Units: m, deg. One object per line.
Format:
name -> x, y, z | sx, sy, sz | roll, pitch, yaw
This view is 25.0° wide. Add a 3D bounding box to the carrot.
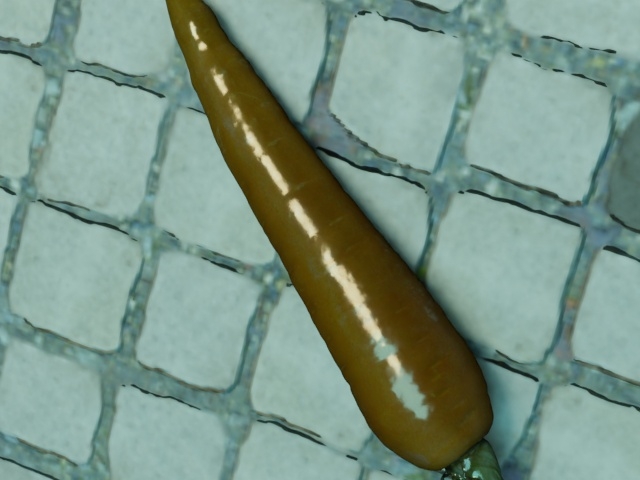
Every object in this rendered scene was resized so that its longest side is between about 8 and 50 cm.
carrot -> 0.000, 0.000, 0.782 | 0.069, 0.069, 0.336 | -37, 83, 22
